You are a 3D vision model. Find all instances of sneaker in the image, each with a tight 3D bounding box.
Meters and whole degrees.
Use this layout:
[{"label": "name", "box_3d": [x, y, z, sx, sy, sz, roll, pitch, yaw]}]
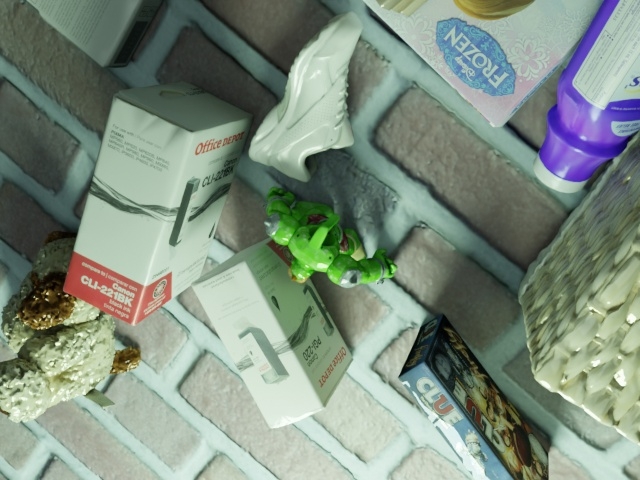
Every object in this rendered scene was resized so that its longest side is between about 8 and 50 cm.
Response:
[{"label": "sneaker", "box_3d": [0.006, -0.175, 0.895, 0.115, 0.090, 0.232, 33, 121, 0]}]

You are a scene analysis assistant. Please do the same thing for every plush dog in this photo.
[{"label": "plush dog", "box_3d": [-0.371, 0.106, 1.034, 0.210, 0.262, 0.225, -1, 118, -16]}]

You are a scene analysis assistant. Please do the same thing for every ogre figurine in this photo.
[{"label": "ogre figurine", "box_3d": [0.000, 0.000, 0.918, 0.097, 0.118, 0.197, -38, 90, 23]}]

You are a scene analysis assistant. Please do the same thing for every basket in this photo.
[{"label": "basket", "box_3d": [0.421, 0.061, 0.721, 0.328, 0.266, 0.331, 33, 114, 6]}]

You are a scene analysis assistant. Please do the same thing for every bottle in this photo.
[{"label": "bottle", "box_3d": [0.312, -0.169, 0.734, 0.092, 0.118, 0.283, 61, 150, 32]}]

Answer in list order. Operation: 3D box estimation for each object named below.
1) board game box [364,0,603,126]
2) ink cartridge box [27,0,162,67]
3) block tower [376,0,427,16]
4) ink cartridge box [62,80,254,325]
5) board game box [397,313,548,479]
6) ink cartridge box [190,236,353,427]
[{"label": "board game box", "box_3d": [0.196, -0.348, 0.770, 0.319, 0.066, 0.318, 46, 113, 10]}, {"label": "ink cartridge box", "box_3d": [-0.301, -0.412, 0.936, 0.239, 0.060, 0.275, 40, 113, 5]}, {"label": "block tower", "box_3d": [0.031, -0.394, 0.747, 0.097, 0.091, 0.335, -36, 83, 25]}, {"label": "ink cartridge box", "box_3d": [-0.209, -0.056, 0.927, 0.114, 0.197, 0.273, 24, 111, 9]}, {"label": "board game box", "box_3d": [0.201, 0.226, 0.889, 0.042, 0.165, 0.243, -37, 92, 23]}, {"label": "ink cartridge box", "box_3d": [-0.057, 0.115, 0.945, 0.092, 0.158, 0.218, -24, 96, 22]}]
